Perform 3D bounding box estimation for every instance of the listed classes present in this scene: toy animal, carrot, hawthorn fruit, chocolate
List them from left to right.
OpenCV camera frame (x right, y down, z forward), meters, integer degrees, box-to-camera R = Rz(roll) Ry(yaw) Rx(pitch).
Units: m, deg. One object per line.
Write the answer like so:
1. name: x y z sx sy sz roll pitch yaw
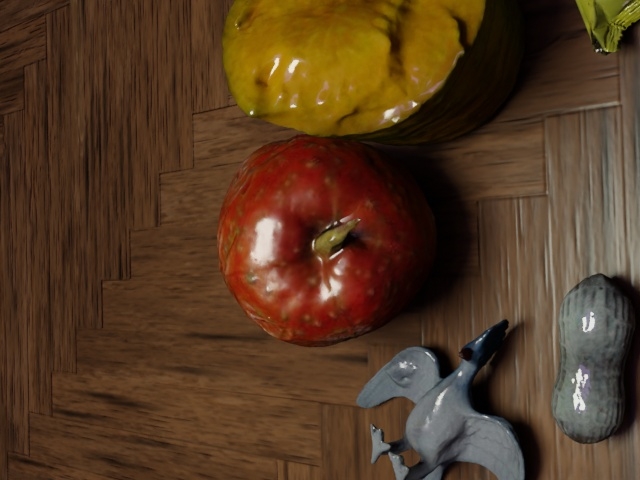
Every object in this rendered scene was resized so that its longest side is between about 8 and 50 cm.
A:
1. hawthorn fruit: 0.000 0.001 0.936 0.258 0.262 0.258 8 119 14
2. carrot: 0.068 -0.216 0.859 0.241 0.340 0.241 1 92 27
3. toy animal: 0.143 0.205 0.932 0.239 0.176 0.255 46 153 36
4. chocolate: 0.264 0.115 0.824 0.072 0.072 0.167 11 97 42

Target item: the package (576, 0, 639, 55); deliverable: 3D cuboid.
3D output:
1. package: 0.273 -0.311 0.807 0.168 0.090 0.226 -42 65 36
